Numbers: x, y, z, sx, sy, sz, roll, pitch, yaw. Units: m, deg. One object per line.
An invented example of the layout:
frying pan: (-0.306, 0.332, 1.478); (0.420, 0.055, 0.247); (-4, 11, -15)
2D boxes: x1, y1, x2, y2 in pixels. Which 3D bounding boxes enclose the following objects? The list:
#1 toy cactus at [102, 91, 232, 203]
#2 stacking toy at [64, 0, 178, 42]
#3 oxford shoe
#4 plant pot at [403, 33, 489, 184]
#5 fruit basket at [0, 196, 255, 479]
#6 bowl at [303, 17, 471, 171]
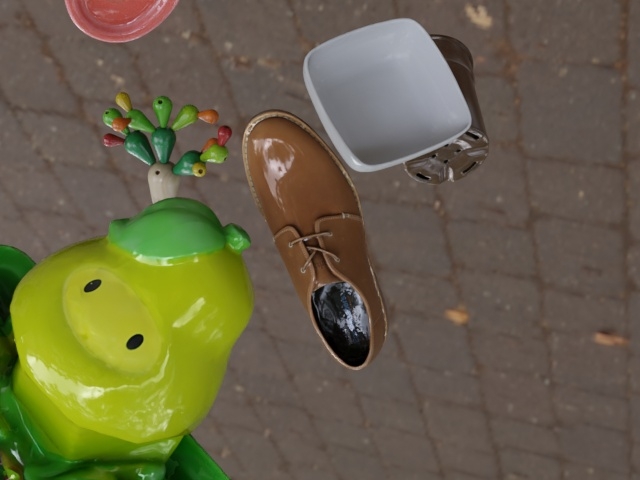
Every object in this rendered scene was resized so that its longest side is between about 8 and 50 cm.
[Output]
toy cactus: (-0.233, -0.125, 1.892); (0.219, 0.112, 0.180); (12, 122, 13)
stacking toy: (-0.302, -0.412, 1.578); (0.309, 0.130, 0.279); (20, 125, -30)
oxford shoe: (0.000, 0.000, 0.965); (0.076, 0.076, 0.212); (-23, 99, 9)
plant pot: (0.161, -0.181, 1.835); (0.167, 0.165, 0.167); (-9, 143, -7)
fruit basket: (-0.204, 0.137, 0.968); (0.392, 0.283, 0.392); (18, 120, 35)
bowl: (0.059, -0.137, 1.247); (0.142, 0.142, 0.053); (-22, 167, -21)
